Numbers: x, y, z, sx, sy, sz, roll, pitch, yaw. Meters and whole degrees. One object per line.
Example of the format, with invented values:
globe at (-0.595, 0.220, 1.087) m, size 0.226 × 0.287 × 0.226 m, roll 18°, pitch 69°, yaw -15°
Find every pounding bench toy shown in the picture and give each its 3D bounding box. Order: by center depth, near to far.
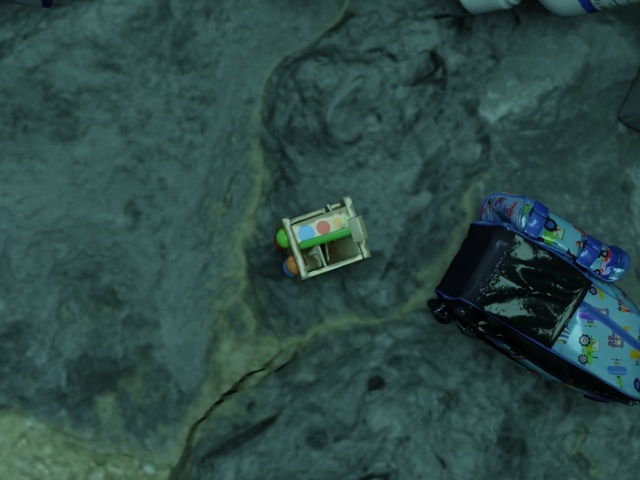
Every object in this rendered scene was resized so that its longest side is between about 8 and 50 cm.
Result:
pounding bench toy at (0.000, 0.000, 1.366) m, size 0.065 × 0.083 × 0.052 m, roll -19°, pitch 87°, yaw -9°

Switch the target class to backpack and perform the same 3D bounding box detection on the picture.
backpack at (0.189, 0.052, 1.346) m, size 0.173 × 0.158 × 0.117 m, roll 30°, pitch 88°, yaw -5°

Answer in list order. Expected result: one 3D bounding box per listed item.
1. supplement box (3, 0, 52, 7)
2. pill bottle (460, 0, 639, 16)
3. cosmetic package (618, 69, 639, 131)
supplement box at (-0.254, -0.309, 1.356) m, size 0.114 × 0.111 × 0.220 m, roll 8°, pitch 82°, yaw -5°
pill bottle at (0.236, -0.260, 1.348) m, size 0.272 × 0.152 × 0.152 m, roll -10°, pitch 84°, yaw 23°
cosmetic package at (0.386, -0.107, 1.415) m, size 0.238 × 0.107 × 0.127 m, roll 28°, pitch 81°, yaw -6°
